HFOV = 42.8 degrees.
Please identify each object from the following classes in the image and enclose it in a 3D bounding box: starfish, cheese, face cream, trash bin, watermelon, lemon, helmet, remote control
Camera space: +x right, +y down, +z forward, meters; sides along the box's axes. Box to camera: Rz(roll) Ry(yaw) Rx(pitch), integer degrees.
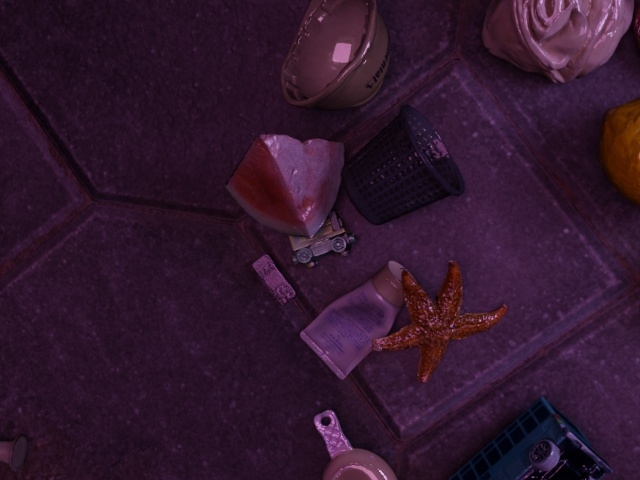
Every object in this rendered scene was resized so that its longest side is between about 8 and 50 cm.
[{"bbox_3d":[0.200,0.137,1.382,0.241,0.043,0.227,-12,119,-5],"label":"starfish"},{"bbox_3d":[0.053,0.405,1.437,0.137,0.064,0.227,-27,84,10],"label":"cheese"},{"bbox_3d":[0.070,0.134,1.436,0.114,0.070,0.224,46,112,10],"label":"face cream"},{"bbox_3d":[0.126,-0.115,1.368,0.161,0.175,0.175,-31,84,23],"label":"trash bin"},{"bbox_3d":[-0.072,-0.124,1.418,0.208,0.136,0.202,9,128,18],"label":"watermelon"},{"bbox_3d":[0.529,-0.135,1.261,0.193,0.181,0.180,32,98,32],"label":"lemon"},{"bbox_3d":[0.053,-0.319,1.386,0.204,0.137,0.257,21,87,50],"label":"helmet"},{"bbox_3d":[-0.083,0.071,1.485,0.039,0.014,0.096,-37,85,11],"label":"remote control"}]

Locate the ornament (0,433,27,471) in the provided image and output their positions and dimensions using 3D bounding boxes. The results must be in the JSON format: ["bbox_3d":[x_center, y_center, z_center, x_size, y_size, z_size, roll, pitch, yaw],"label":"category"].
[{"bbox_3d":[-0.659,0.407,1.591,0.156,0.081,0.074,4,87,8],"label":"ornament"}]

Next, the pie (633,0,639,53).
[{"bbox_3d":[0.591,-0.342,1.304,0.183,0.049,0.182,-1,84,10],"label":"pie"}]

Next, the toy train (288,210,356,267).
[{"bbox_3d":[0.000,0.000,1.449,0.122,0.050,0.081,-22,75,11],"label":"toy train"}]

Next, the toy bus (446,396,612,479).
[{"bbox_3d":[0.322,0.392,1.330,0.128,0.147,0.256,42,101,-20],"label":"toy bus"}]

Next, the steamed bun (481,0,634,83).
[{"bbox_3d":[0.382,-0.370,1.303,0.218,0.144,0.211,32,97,10],"label":"steamed bun"}]
